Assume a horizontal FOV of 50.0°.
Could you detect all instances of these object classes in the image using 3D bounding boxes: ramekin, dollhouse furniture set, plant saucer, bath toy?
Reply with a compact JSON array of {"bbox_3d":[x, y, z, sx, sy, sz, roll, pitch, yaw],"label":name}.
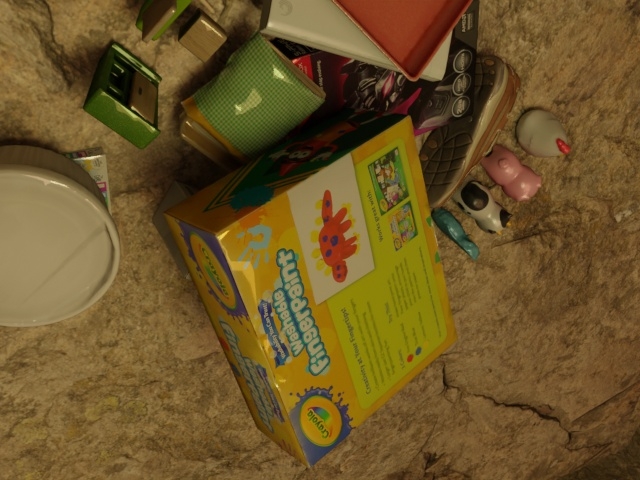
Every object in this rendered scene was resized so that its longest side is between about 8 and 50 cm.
[{"bbox_3d":[-0.431,-0.013,0.998,0.273,0.127,0.273,-9,127,-12],"label":"ramekin"},{"bbox_3d":[-0.146,-0.200,0.983,0.197,0.151,0.301,-39,126,21],"label":"dollhouse furniture set"},{"bbox_3d":[0.111,-0.412,1.008,0.259,0.048,0.258,39,79,-23],"label":"plant saucer"},{"bbox_3d":[0.412,-0.124,1.500,0.348,0.129,0.151,-49,135,8],"label":"bath toy"}]

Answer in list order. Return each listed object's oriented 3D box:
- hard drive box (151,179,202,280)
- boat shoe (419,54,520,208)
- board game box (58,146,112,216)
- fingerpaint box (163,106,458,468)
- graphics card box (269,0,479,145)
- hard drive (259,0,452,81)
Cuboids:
[{"bbox_3d":[-0.150,0.007,1.193,0.232,0.181,0.089,19,112,-42],"label":"hard drive box"},{"bbox_3d":[0.302,-0.203,1.373,0.116,0.123,0.324,7,121,-39],"label":"boat shoe"},{"bbox_3d":[-0.388,-0.067,1.085,0.103,0.026,0.154,-14,130,-25],"label":"board game box"},{"bbox_3d":[0.010,0.068,1.106,0.371,0.163,0.445,-35,123,-27],"label":"fingerpaint box"},{"bbox_3d":[0.100,-0.277,1.197,0.371,0.094,0.233,-23,133,-19],"label":"graphics card box"},{"bbox_3d":[0.070,-0.378,1.041,0.307,0.040,0.203,8,92,-27],"label":"hard drive"}]
